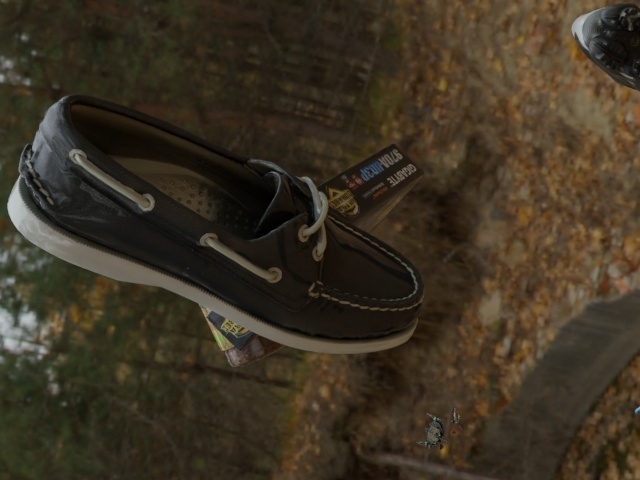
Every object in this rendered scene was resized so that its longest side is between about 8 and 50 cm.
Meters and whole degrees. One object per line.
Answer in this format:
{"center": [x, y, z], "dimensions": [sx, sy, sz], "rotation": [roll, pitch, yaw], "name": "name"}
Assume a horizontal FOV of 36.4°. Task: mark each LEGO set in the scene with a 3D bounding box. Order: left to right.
{"center": [0.173, 0.270, 1.384], "dimensions": [0.083, 0.023, 0.054], "rotation": [-20, 69, 40], "name": "LEGO set"}

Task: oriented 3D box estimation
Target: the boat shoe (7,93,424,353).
{"center": [-0.048, -0.007, 0.652], "dimensions": [0.091, 0.303, 0.114], "rotation": [-57, 30, 34], "name": "boat shoe"}

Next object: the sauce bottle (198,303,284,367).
{"center": [-0.168, 0.031, 1.558], "dimensions": [0.111, 0.111, 0.344], "rotation": [152, 93, -83], "name": "sauce bottle"}

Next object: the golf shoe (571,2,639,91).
{"center": [0.316, -0.161, 0.881], "dimensions": [0.077, 0.198, 0.094], "rotation": [-60, 19, 10], "name": "golf shoe"}

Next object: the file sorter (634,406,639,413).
{"center": [0.511, 0.275, 1.281], "dimensions": [0.118, 0.105, 0.170], "rotation": [-38, 59, 31], "name": "file sorter"}

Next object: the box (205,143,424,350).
{"center": [0.000, 0.000, 0.968], "dimensions": [0.175, 0.051, 0.220], "rotation": [-49, -7, 29], "name": "box"}
